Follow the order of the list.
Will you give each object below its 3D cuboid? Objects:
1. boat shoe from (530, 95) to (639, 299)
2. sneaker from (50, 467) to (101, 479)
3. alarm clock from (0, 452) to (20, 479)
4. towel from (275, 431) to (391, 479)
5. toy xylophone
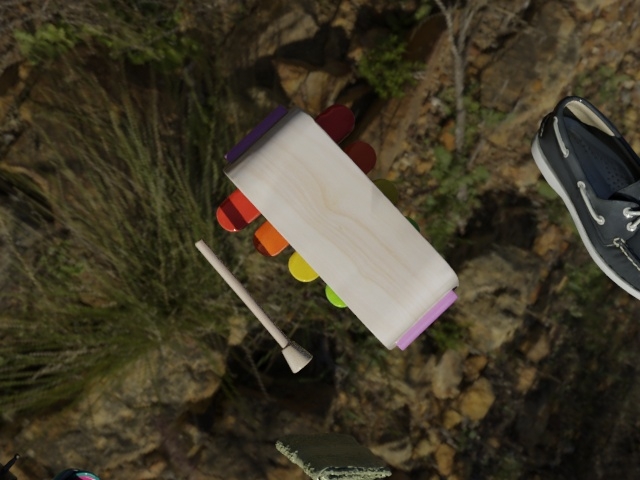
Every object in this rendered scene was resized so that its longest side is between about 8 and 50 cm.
[{"bbox_3d":[0.378,-0.051,0.989,0.114,0.303,0.091,-28,158,-19],"label":"boat shoe"},{"bbox_3d":[-0.480,0.500,1.513,0.178,0.124,0.295,-27,179,17],"label":"sneaker"},{"bbox_3d":[-0.501,0.378,1.087,0.192,0.064,0.129,-55,176,23],"label":"alarm clock"},{"bbox_3d":[0.019,0.298,1.077,0.148,0.110,0.027,11,99,-43],"label":"towel"},{"bbox_3d":[0.000,0.000,0.898,0.236,0.323,0.081,-35,178,-1],"label":"toy xylophone"}]
